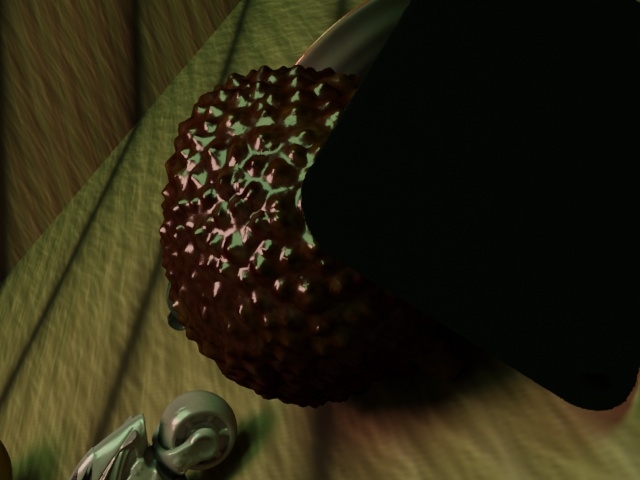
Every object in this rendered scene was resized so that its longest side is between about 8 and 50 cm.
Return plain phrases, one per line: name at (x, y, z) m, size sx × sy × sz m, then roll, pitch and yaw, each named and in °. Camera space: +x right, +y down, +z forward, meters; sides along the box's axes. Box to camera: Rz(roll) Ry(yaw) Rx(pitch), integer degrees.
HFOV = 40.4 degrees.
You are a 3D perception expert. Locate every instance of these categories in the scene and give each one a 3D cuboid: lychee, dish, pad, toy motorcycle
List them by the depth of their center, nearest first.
pad at (0.116, -0.089, 0.633) m, size 0.375 × 0.315 × 0.063 m, roll -60°, pitch 6°, yaw -34°
lychee at (0.000, 0.000, 0.697) m, size 0.275 × 0.304 × 0.276 m, roll -39°, pitch -16°, yaw -13°
toy motorcycle at (-0.184, 0.236, 0.804) m, size 0.254 × 0.112 × 0.112 m, roll -48°, pitch 23°, yaw -2°
dish at (0.065, -0.176, 1.018) m, size 0.260 × 0.085 × 0.260 m, roll -35°, pitch -14°, yaw -10°

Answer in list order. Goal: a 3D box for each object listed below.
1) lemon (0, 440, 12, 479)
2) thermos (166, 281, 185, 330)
lemon at (-0.504, 0.320, 1.058) m, size 0.253 × 0.228 × 0.228 m, roll -39°, pitch 24°, yaw 17°
thermos at (-0.101, -0.024, 1.049) m, size 0.182 × 0.145 × 0.286 m, roll -45°, pitch 21°, yaw 35°
